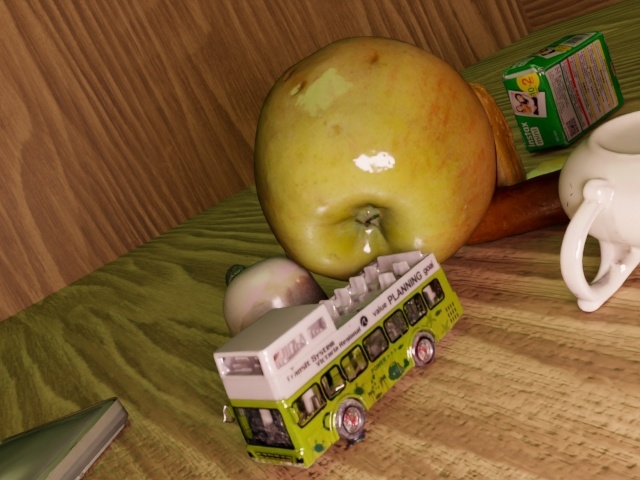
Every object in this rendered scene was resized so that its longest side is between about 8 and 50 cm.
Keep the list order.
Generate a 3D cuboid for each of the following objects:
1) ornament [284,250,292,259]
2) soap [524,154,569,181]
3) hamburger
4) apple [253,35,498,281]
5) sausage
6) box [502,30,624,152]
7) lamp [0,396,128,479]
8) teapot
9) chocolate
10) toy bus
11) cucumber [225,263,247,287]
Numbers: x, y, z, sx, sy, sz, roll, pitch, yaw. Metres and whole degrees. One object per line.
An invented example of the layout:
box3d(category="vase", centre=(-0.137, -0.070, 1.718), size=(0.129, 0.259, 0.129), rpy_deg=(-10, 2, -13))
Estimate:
box3d(category="ornament", centre=(0.000, 0.000, 1.577), size=(0.156, 0.081, 0.075), rpy_deg=(-14, 13, 29))
box3d(category="soap", centre=(0.389, -0.101, 1.192), size=(0.168, 0.033, 0.089), rpy_deg=(-8, 47, 23))
box3d(category="hamburger", centre=(0.230, -0.140, 1.338), size=(0.163, 0.244, 0.244), rpy_deg=(-24, 12, 29))
box3d(category="apple", centre=(0.074, -0.099, 1.081), size=(0.338, 0.339, 0.305), rpy_deg=(-22, 24, 20))
box3d(category="sausage", centre=(0.315, -0.055, 1.120), size=(0.102, 0.076, 0.302), rpy_deg=(-18, -1, -40))
box3d(category="box", centre=(0.481, -0.298, 1.591), size=(0.250, 0.180, 0.103), rpy_deg=(-32, 17, -32))
box3d(category="lamp", centre=(-0.432, 0.334, 1.135), size=(0.266, 0.047, 0.269), rpy_deg=(-21, 13, 21))
box3d(category="teapot", centre=(0.358, -0.049, 0.883), size=(0.299, 0.166, 0.208), rpy_deg=(-39, 42, -19))
box3d(category="chocolate", centre=(-0.054, 0.096, 1.118), size=(0.221, 0.147, 0.221), rpy_deg=(-22, 11, 4))
box3d(category="toy bus", centre=(0.028, 0.112, 0.885), size=(0.113, 0.139, 0.301), rpy_deg=(-10, 18, 46))
box3d(category="cucumber", centre=(-0.163, 0.080, 1.614), size=(0.064, 0.064, 0.112), rpy_deg=(-28, 11, -8))
